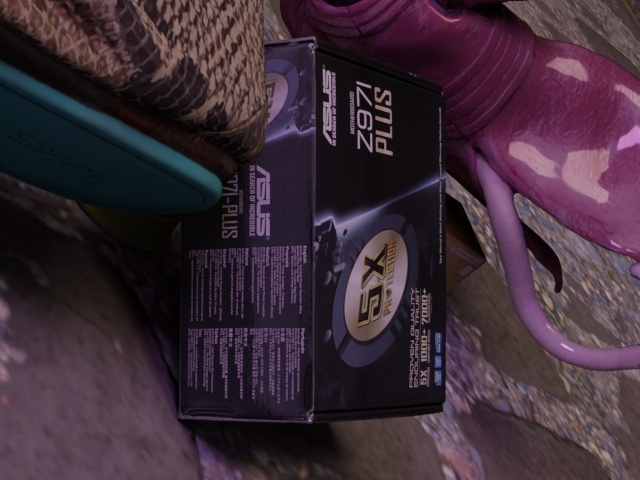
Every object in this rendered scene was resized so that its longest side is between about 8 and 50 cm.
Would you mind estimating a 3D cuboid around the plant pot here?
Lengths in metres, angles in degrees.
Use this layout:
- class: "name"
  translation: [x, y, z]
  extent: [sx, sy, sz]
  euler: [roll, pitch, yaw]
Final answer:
- class: "plant pot"
  translation: [-0.083, -0.050, 0.799]
  extent: [0.083, 0.079, 0.083]
  euler: [41, 24, -23]

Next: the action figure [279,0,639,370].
- class: "action figure"
  translation: [0.078, -0.101, 0.970]
  extent: [0.370, 0.248, 0.275]
  euler: [36, 52, -35]

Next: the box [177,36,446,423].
- class: "box"
  translation: [0.000, 0.000, 0.769]
  extent: [0.147, 0.077, 0.180]
  euler: [9, 81, -60]

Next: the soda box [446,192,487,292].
- class: "soda box"
  translation: [0.030, -0.025, 1.011]
  extent: [0.181, 0.058, 0.061]
  euler: [30, 29, -41]

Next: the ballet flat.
- class: "ballet flat"
  translation: [-0.173, -0.130, 0.515]
  extent: [0.483, 0.164, 0.182]
  euler: [15, 77, -59]
